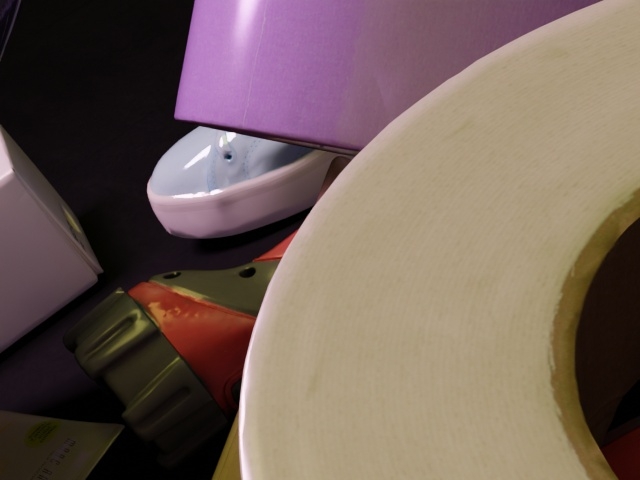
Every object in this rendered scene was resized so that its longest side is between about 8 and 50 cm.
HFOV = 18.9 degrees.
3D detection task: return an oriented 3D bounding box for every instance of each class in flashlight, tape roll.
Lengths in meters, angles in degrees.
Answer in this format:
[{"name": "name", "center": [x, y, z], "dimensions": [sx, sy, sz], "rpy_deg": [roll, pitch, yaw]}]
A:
[{"name": "flashlight", "center": [0.000, 0.000, 1.101], "dimensions": [0.304, 0.103, 0.103], "rpy_deg": [-40, 18, -8]}, {"name": "tape roll", "center": [0.072, -0.075, 0.923], "dimensions": [0.275, 0.275, 0.090], "rpy_deg": [16, 95, 64]}, {"name": "tape roll", "center": [0.172, 0.048, 0.539], "dimensions": [0.392, 0.072, 0.392], "rpy_deg": [-7, 40, 6]}]

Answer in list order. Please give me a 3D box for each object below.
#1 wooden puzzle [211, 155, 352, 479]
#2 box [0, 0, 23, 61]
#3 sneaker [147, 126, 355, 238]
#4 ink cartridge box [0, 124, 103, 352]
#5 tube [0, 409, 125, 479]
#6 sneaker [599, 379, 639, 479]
[{"name": "wooden puzzle", "center": [0.005, 0.092, 0.856], "dimensions": [0.238, 0.044, 0.221], "rpy_deg": [-125, 55, -71]}, {"name": "box", "center": [-0.415, 0.062, 1.063], "dimensions": [0.480, 0.297, 0.471], "rpy_deg": [-77, 11, -60]}, {"name": "sneaker", "center": [0.013, -0.131, 1.293], "dimensions": [0.366, 0.150, 0.135], "rpy_deg": [-27, 21, 22]}, {"name": "ink cartridge box", "center": [-0.318, 0.042, 1.479], "dimensions": [0.273, 0.114, 0.197], "rpy_deg": [-35, 20, -3]}, {"name": "tube", "center": [-0.207, 0.135, 1.190], "dimensions": [0.062, 0.070, 0.240], "rpy_deg": [0, 3, -36]}, {"name": "sneaker", "center": [0.119, 0.040, 0.760], "dimensions": [0.131, 0.148, 0.350], "rpy_deg": [-32, 21, 10]}]
